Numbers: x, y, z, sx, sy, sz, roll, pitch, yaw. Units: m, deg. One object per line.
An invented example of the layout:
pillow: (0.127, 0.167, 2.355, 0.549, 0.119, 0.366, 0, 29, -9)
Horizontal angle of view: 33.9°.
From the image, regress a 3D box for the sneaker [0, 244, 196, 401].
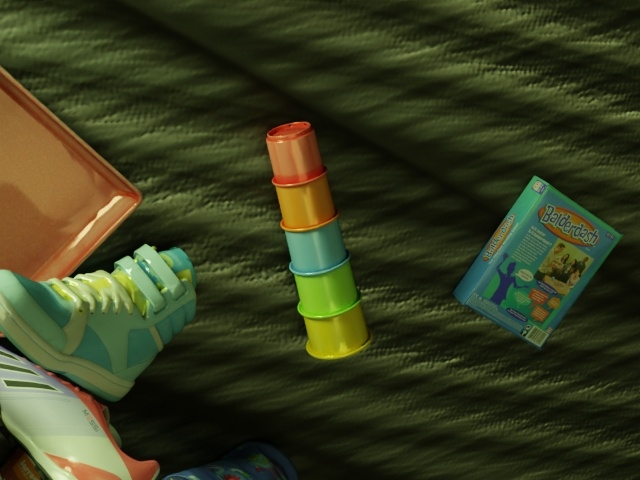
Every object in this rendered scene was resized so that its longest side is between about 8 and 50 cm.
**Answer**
sneaker: (-0.268, 0.062, 1.276, 0.208, 0.127, 0.319, -44, 153, -4)

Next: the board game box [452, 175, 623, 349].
board game box: (0.316, 0.034, 1.527, 0.160, 0.047, 0.210, 31, 99, -24)

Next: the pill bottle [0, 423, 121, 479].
pill bottle: (-0.365, 0.325, 1.388, 0.121, 0.121, 0.216, 37, 96, -25)

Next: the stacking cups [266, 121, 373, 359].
stacking cups: (0.000, 0.000, 1.393, 0.096, 0.096, 0.316, -15, 113, -11)

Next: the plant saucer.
plant saucer: (-0.396, -0.051, 1.277, 0.258, 0.047, 0.259, -45, 117, 3)

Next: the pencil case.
pencil case: (-0.133, 0.344, 1.381, 0.133, 0.306, 0.119, 30, 98, 16)

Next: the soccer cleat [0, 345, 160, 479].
soccer cleat: (-0.333, 0.216, 1.301, 0.116, 0.318, 0.108, -37, 158, -23)

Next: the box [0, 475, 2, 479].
box: (-0.569, 0.257, 1.188, 0.346, 0.168, 0.214, -7, 107, 15)
